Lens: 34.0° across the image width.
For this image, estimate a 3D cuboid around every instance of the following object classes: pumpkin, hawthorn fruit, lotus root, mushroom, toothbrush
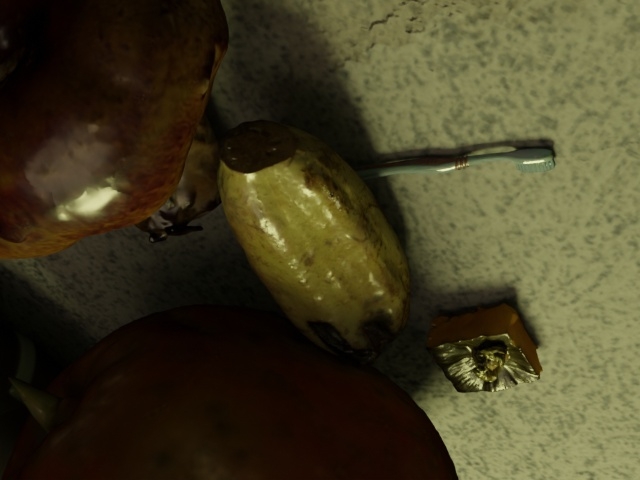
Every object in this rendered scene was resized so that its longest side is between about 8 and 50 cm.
[{"bbox_3d":[0.139,0.096,0.881,0.083,0.054,0.074,-15,130,30],"label":"pumpkin"},{"bbox_3d":[-0.103,0.231,0.888,0.403,0.402,0.402,13,138,12],"label":"hawthorn fruit"},{"bbox_3d":[0.000,0.000,0.799,0.110,0.097,0.258,-26,136,3],"label":"lotus root"},{"bbox_3d":[-0.189,-0.109,0.724,0.267,0.267,0.254,24,173,-1],"label":"mushroom"},{"bbox_3d":[0.079,-0.054,0.780,0.193,0.013,0.019,-2,141,26],"label":"toothbrush"}]

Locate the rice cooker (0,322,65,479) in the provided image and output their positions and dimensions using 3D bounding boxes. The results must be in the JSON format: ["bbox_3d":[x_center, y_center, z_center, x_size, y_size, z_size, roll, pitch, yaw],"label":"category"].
[{"bbox_3d":[-0.401,0.226,1.076,0.335,0.335,0.325,-20,123,38],"label":"rice cooker"}]
